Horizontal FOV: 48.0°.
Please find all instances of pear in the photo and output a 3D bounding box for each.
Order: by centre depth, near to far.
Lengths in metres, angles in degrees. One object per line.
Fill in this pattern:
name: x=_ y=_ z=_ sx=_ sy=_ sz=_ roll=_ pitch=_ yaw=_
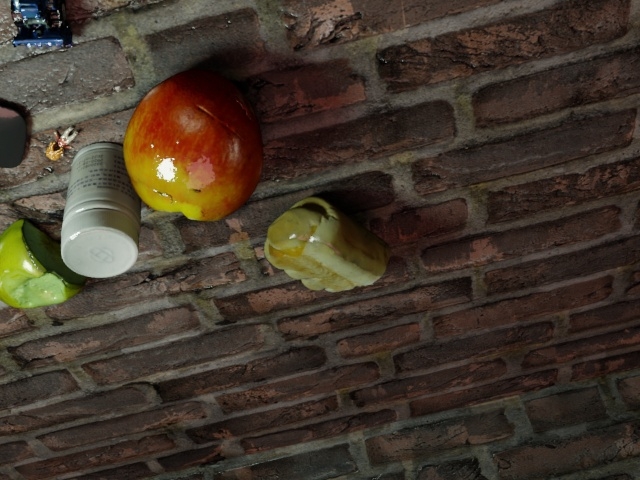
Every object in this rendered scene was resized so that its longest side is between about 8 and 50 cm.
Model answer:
pear: x=-0.863 y=0.101 z=2.122 sx=0.292 sy=0.159 sz=0.292 roll=-4 pitch=139 yaw=-4

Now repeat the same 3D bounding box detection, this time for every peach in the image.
peach: x=-0.298 y=-0.231 z=1.768 sx=0.369 sy=0.370 sz=0.370 roll=-6 pitch=137 yaw=-5

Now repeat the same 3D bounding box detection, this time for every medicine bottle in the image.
medicine bottle: x=-0.560 y=-0.080 z=1.856 sx=0.189 sy=0.332 sz=0.190 roll=-6 pitch=137 yaw=-5

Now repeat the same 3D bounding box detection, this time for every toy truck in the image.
toy truck: x=-0.612 y=-0.493 z=1.557 sx=0.113 sy=0.126 sz=0.208 roll=-4 pitch=138 yaw=-7

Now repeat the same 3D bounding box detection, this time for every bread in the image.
bread: x=0.000 y=0.000 z=2.153 sx=0.341 sy=0.210 sz=0.300 roll=28 pitch=148 yaw=-27

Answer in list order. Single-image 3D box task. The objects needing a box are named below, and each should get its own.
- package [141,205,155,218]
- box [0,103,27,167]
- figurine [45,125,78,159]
package: x=-0.489 y=-0.095 z=2.088 sx=0.110 sy=0.015 sz=0.037 roll=-26 pitch=141 yaw=18
box: x=-0.851 y=-0.275 z=1.804 sx=0.212 sy=0.042 sz=0.201 roll=11 pitch=133 yaw=-23
figurine: x=-0.673 y=-0.253 z=1.866 sx=0.109 sy=0.047 sz=0.064 roll=-41 pitch=101 yaw=21
